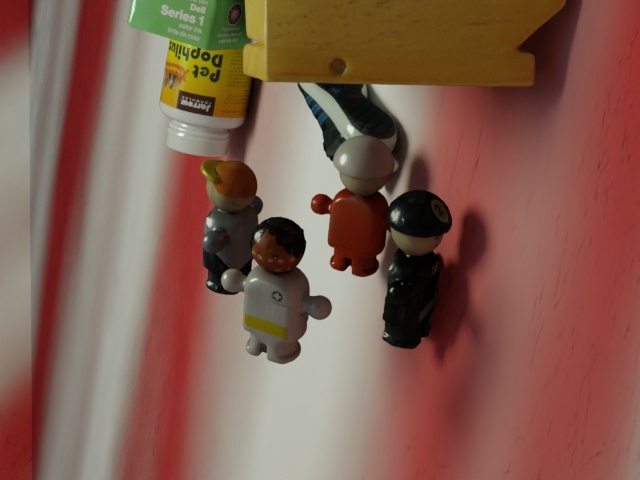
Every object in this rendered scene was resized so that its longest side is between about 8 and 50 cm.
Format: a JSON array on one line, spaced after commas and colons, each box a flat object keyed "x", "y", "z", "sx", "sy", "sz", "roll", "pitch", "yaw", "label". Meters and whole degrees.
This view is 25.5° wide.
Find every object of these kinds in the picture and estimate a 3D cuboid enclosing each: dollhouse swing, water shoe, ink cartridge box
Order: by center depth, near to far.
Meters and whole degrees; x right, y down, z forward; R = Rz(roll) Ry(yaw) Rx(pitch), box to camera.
[{"x": 0.061, "y": -0.321, "z": 1.269, "sx": 0.305, "sy": 0.315, "sz": 0.346, "roll": -49, "pitch": -40, "yaw": -78, "label": "dollhouse swing"}, {"x": 0.017, "y": -0.123, "z": 1.488, "sx": 0.203, "sy": 0.073, "sz": 0.080, "roll": -119, "pitch": 37, "yaw": -56, "label": "water shoe"}, {"x": -0.102, "y": -0.371, "z": 1.640, "sx": 0.201, "sy": 0.117, "sz": 0.278, "roll": -21, "pitch": -52, "yaw": -64, "label": "ink cartridge box"}]

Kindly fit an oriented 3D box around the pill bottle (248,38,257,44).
[{"x": -0.024, "y": -0.296, "z": 1.580, "sx": 0.108, "sy": 0.108, "sz": 0.193, "roll": -128, "pitch": 48, "yaw": -60, "label": "pill bottle"}]

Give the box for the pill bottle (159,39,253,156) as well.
[{"x": -0.146, "y": -0.223, "z": 1.860, "sx": 0.117, "sy": 0.117, "sz": 0.214, "roll": -137, "pitch": 55, "yaw": -64, "label": "pill bottle"}]

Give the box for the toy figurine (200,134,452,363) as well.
[{"x": 0.000, "y": 0.000, "z": 1.312, "sx": 0.213, "sy": 0.210, "sz": 0.148, "roll": -123, "pitch": 33, "yaw": -56, "label": "toy figurine"}]
